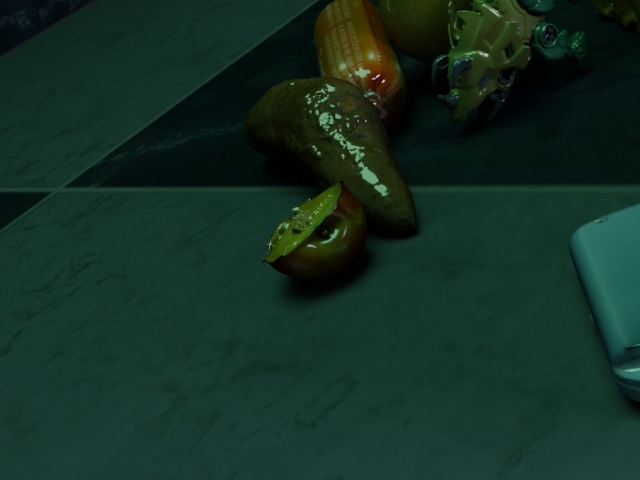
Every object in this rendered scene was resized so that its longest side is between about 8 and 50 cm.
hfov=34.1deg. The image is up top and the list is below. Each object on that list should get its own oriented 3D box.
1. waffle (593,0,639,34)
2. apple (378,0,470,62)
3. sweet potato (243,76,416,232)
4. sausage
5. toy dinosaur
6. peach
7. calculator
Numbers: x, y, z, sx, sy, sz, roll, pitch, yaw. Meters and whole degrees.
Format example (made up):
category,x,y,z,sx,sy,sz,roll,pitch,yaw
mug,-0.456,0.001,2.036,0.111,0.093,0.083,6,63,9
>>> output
category,x,y,z,sx,sy,sz,roll,pitch,yaw
waffle,0.305,-0.302,0.998,0.055,0.221,0.248,-24,26,1
apple,0.146,-0.272,1.127,0.182,0.155,0.182,-6,13,1
sweet potato,0.007,-0.102,1.002,0.092,0.114,0.341,-13,22,-20
sausage,0.044,-0.193,1.168,0.092,0.093,0.312,-21,26,8
toy dinosaur,0.182,-0.244,1.000,0.153,0.259,0.094,-7,17,-32
peach,0.000,0.000,0.867,0.098,0.061,0.098,-42,13,12
calculator,0.225,0.026,0.645,0.121,0.039,0.210,-17,26,10
